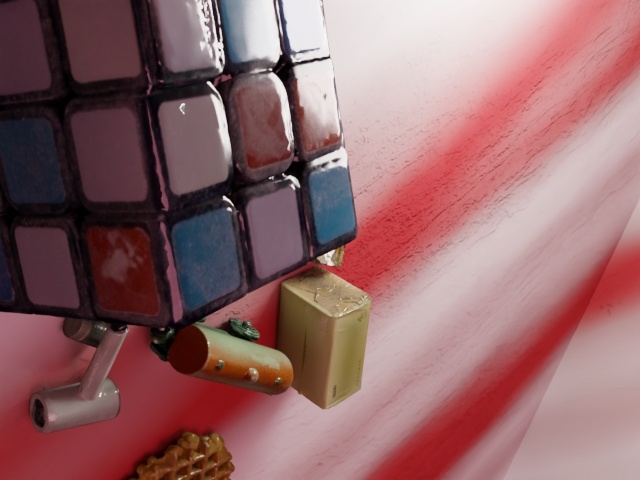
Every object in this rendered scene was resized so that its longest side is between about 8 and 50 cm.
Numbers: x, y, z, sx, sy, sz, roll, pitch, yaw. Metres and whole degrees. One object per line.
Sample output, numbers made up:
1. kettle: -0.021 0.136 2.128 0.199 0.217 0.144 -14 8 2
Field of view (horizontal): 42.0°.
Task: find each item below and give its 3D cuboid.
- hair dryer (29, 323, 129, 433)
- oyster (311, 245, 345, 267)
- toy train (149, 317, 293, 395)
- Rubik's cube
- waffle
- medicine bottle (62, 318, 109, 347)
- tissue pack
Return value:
1. hair dryer: -0.358 0.210 1.308 0.131 0.073 0.236 -4 140 -45
2. oyster: -0.004 -0.003 1.618 0.177 0.056 0.105 1 107 -49
3. toy train: -0.169 0.201 1.474 0.285 0.177 0.116 29 92 -51
4. Rubik's cube: -0.202 -0.119 0.965 0.363 0.362 0.358 -25 109 -57
5. waffle: -0.278 0.490 1.646 0.249 0.056 0.253 -40 139 -22
6. medicine bottle: -0.364 0.144 1.328 0.047 0.047 0.083 -58 141 -1
7. tissue pack: 0.002 0.195 1.671 0.125 0.159 0.234 -21 129 -38
